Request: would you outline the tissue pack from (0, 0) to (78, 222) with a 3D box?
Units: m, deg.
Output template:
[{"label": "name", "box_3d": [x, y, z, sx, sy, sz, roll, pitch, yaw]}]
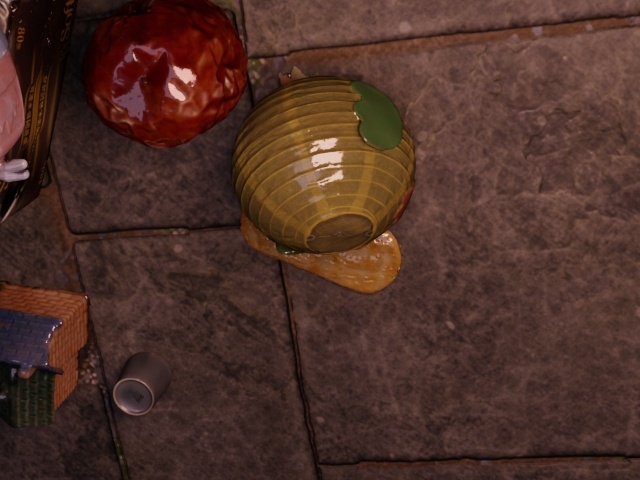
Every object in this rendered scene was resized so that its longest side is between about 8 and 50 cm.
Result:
[{"label": "tissue pack", "box_3d": [-0.479, -0.221, 1.651, 0.198, 0.210, 0.370, 22, 117, 10]}]

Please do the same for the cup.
[{"label": "cup", "box_3d": [-0.287, 0.235, 1.877, 0.078, 0.077, 0.100, 31, 116, -3]}]

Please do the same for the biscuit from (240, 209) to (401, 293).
[{"label": "biscuit", "box_3d": [0.000, 0.000, 1.743, 0.247, 0.029, 0.118, 22, 116, 2]}]

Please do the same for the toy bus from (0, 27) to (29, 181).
[{"label": "toy bus", "box_3d": [-0.506, -0.160, 1.472, 0.294, 0.197, 0.232, -9, 120, 17]}]

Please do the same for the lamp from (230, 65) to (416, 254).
[{"label": "lamp", "box_3d": [-0.004, -0.118, 1.597, 0.250, 0.284, 0.250, -12, 149, -8]}]

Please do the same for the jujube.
[{"label": "jujube", "box_3d": [-0.206, -0.224, 1.575, 0.213, 0.232, 0.213, 3, 112, 8]}]

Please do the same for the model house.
[{"label": "model house", "box_3d": [-0.458, 0.184, 1.838, 0.166, 0.172, 0.183, 6, 115, 7]}]
